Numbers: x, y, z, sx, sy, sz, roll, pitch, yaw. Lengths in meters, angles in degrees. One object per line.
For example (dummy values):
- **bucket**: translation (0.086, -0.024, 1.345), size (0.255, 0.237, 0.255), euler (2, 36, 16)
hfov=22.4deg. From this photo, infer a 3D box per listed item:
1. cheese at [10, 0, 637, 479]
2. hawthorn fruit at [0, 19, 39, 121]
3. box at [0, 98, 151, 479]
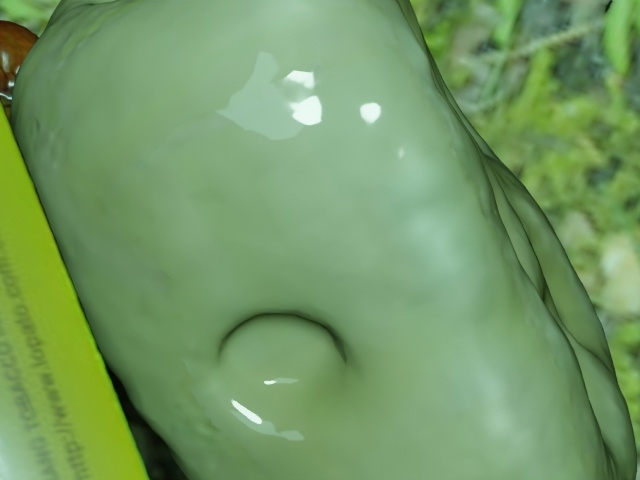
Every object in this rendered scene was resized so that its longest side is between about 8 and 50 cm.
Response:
- **cheese**: translation (0.000, 0.000, 0.454), size (0.117, 0.218, 0.235), euler (-29, 53, 7)
- **hawthorn fruit**: translation (-0.126, -0.032, 0.568), size (0.093, 0.093, 0.093), euler (-2, 83, 19)
- **box**: translation (-0.112, 0.075, 0.471), size (0.041, 0.279, 0.153), euler (-15, 75, -27)
